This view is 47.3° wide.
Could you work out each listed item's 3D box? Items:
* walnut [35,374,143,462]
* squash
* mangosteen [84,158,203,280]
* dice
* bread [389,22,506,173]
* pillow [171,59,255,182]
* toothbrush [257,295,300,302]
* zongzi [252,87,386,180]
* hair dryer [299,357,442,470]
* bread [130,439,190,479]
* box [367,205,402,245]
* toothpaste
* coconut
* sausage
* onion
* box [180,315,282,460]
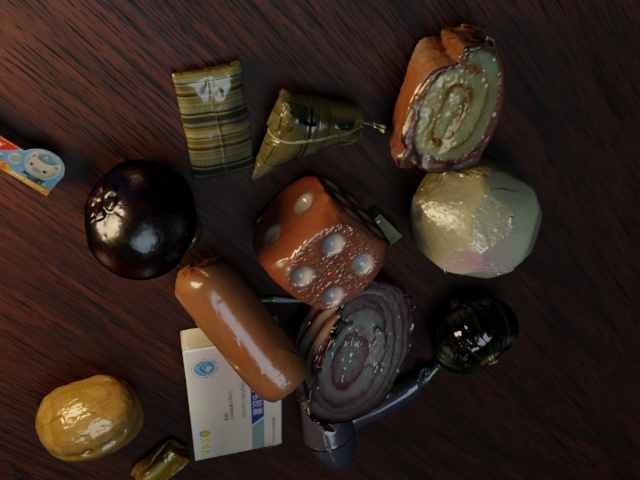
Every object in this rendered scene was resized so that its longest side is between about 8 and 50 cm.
[{"bbox_3d":[-0.445,0.344,1.412,0.197,0.165,0.165,-19,130,-14],"label":"walnut"},{"bbox_3d":[0.331,0.203,1.577,0.193,0.156,0.193,-25,135,-28],"label":"squash"},{"bbox_3d":[-0.275,-0.027,1.185,0.194,0.194,0.230,-38,154,11],"label":"mangosteen"},{"bbox_3d":[0.000,0.000,1.294,0.174,0.175,0.179,33,111,-34],"label":"dice"},{"bbox_3d":[0.221,-0.243,1.223,0.190,0.123,0.244,2,125,-22],"label":"bread"},{"bbox_3d":[-0.168,-0.187,1.184,0.113,0.038,0.203,-14,129,-9],"label":"pillow"},{"bbox_3d":[-0.113,0.117,1.444,0.257,0.018,0.024,-2,123,-18],"label":"toothbrush"},{"bbox_3d":[-0.009,-0.160,1.237,0.189,0.081,0.178,5,131,-24],"label":"zongzi"},{"bbox_3d":[0.114,0.341,1.658,0.361,0.121,0.301,-24,122,-13],"label":"hair dryer"},{"bbox_3d":[-0.353,0.498,1.625,0.132,0.053,0.074,-42,132,13],"label":"bread"},{"bbox_3d":[0.102,-0.012,1.410,0.083,0.035,0.079,-39,128,12],"label":"box"},{"bbox_3d":[-0.477,-0.150,1.102,0.070,0.044,0.193,-44,127,13],"label":"toothpaste"},{"bbox_3d":[0.270,-0.044,1.325,0.230,0.227,0.227,8,123,-30],"label":"coconut"},{"bbox_3d":[-0.147,0.161,1.354,0.121,0.121,0.304,-34,106,8],"label":"sausage"},{"bbox_3d":[0.061,0.220,1.503,0.280,0.146,0.314,14,93,-47],"label":"onion"},{"bbox_3d":[-0.181,0.317,1.539,0.200,0.065,0.343,-8,128,-14],"label":"box"}]
